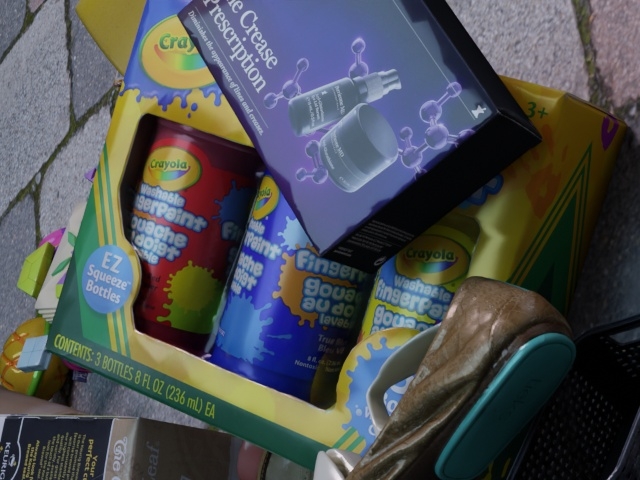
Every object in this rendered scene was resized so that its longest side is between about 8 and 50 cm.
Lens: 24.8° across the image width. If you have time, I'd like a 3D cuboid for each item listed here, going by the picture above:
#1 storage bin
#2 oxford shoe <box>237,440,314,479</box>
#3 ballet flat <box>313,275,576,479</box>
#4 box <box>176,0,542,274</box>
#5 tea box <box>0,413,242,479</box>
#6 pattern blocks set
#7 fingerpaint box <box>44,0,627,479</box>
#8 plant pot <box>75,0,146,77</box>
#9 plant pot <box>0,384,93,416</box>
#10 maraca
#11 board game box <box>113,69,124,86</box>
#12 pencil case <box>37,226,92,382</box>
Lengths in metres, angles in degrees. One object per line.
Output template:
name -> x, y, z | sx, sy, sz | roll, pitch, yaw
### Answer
storage bin -> 0.228, 0.148, 1.092 | 0.122, 0.084, 0.180 | -26, 25, 50
oxford shoe -> 0.045, 0.115, 1.463 | 0.130, 0.123, 0.348 | 26, 98, 27
ballet flat -> 0.064, 0.170, 1.135 | 0.124, 0.116, 0.342 | 46, 111, 44
box -> 0.027, -0.134, 1.183 | 0.184, 0.103, 0.261 | -38, 65, 15
tea box -> -0.240, 0.369, 1.620 | 0.323, 0.220, 0.329 | -5, 73, 45
pattern blocks set -> -0.302, 0.019, 1.949 | 0.285, 0.026, 0.325 | -20, 49, 31
fingerpaint box -> 0.000, 0.000, 1.331 | 0.444, 0.163, 0.371 | 20, 95, 30
plant pot -> -0.142, -0.269, 1.794 | 0.212, 0.212, 0.187 | -47, 55, 37
plant pot -> -0.414, 0.327, 1.912 | 0.280, 0.323, 0.323 | -9, 70, 36
maraca -> -0.409, 0.157, 2.118 | 0.127, 0.099, 0.186 | -31, 44, 59
board game box -> -0.227, -0.311, 2.068 | 0.146, 0.045, 0.194 | 6, 83, 57
pencil case -> -0.332, 0.085, 2.026 | 0.104, 0.104, 0.236 | -57, 37, 27
